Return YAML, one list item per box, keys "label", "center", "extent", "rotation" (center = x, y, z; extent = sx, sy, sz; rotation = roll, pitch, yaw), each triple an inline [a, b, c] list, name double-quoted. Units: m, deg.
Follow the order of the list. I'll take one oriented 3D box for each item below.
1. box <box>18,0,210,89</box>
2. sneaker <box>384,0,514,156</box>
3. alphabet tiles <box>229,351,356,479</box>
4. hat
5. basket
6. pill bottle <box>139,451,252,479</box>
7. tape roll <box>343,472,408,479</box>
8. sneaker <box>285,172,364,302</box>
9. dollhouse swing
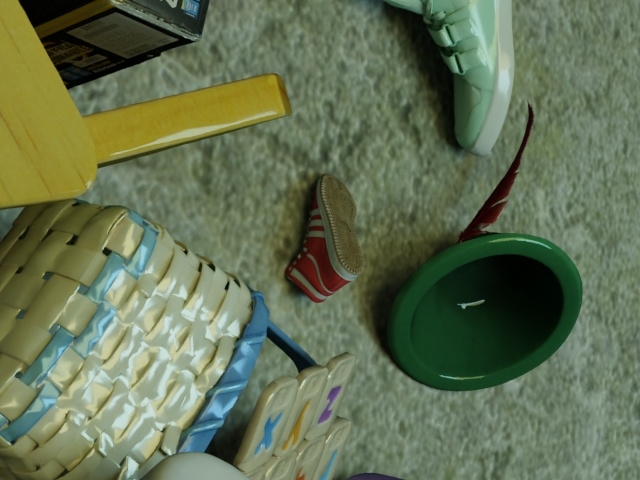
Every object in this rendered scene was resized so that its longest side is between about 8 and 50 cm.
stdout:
- label: "box"
  center: [-0.152, -0.273, 1.117]
  extent: [0.079, 0.257, 0.322]
  rotation: [22, 71, -33]
- label: "sneaker"
  center: [0.099, -0.203, 1.427]
  extent: [0.151, 0.094, 0.255]
  rotation: [-3, 104, -9]
- label: "alphabet tiles"
  center: [-0.056, 0.217, 1.156]
  extent: [0.284, 0.021, 0.278]
  rotation: [-13, 125, -67]
- label: "hat"
  center: [0.142, 0.015, 1.450]
  extent: [0.209, 0.183, 0.173]
  rotation: [-19, 127, -2]
- label: "basket"
  center: [-0.136, 0.117, 1.110]
  extent: [0.289, 0.201, 0.254]
  rotation: [50, 62, -32]
- label: "pill bottle"
  center: [-0.125, 0.248, 0.961]
  extent: [0.131, 0.229, 0.131]
  rotation: [40, 20, -18]
- label: "tape roll"
  center: [0.058, 0.292, 1.281]
  extent: [0.189, 0.080, 0.189]
  rotation: [-10, 103, -50]
- label: "sneaker"
  center: [0.000, 0.000, 1.340]
  extent: [0.042, 0.067, 0.118]
  rotation: [24, 39, -31]
- label: "dollhouse swing"
  center: [-0.247, -0.136, 0.964]
  extent: [0.305, 0.347, 0.315]
  rotation: [-36, 106, -35]
